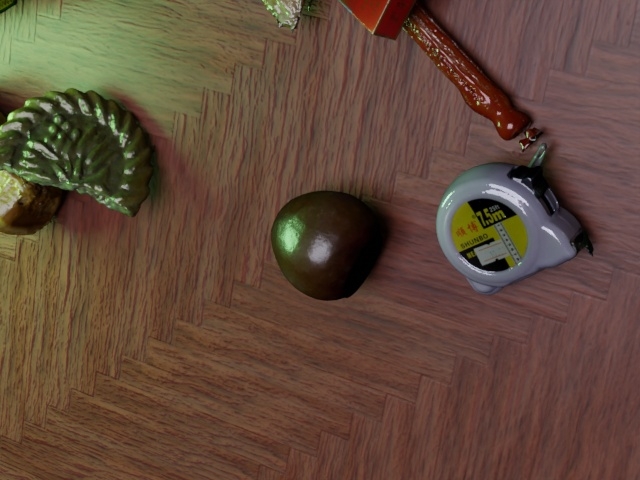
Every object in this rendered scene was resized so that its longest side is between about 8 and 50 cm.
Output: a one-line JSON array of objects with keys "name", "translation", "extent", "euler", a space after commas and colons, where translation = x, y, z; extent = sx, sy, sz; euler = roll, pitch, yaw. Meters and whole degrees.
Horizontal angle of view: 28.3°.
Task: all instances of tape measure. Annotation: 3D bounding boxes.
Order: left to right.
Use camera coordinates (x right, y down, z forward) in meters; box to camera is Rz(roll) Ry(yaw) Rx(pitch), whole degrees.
[{"name": "tape measure", "translation": [0.259, -0.027, 1.786], "extent": [0.196, 0.105, 0.178], "euler": [-21, 102, 36]}]

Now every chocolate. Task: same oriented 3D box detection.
[{"name": "chocolate", "translation": [0.000, 0.000, 1.900], "extent": [0.176, 0.176, 0.177], "euler": [7, 105, 27]}]

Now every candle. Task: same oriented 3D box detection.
[{"name": "candle", "translation": [0.189, -0.252, 1.804], "extent": [0.051, 0.048, 0.329], "euler": [-43, 79, 8]}]

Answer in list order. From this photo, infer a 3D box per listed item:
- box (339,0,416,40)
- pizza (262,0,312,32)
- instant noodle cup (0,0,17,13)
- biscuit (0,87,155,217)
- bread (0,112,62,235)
[{"name": "box", "translation": [0.073, -0.373, 1.795], "extent": [0.175, 0.048, 0.112], "euler": [53, 125, 42]}, {"name": "pizza", "translation": [-0.063, -0.431, 1.889], "extent": [0.147, 0.069, 0.226], "euler": [-41, 84, 8]}, {"name": "instant noodle cup", "translation": [-0.651, -0.443, 2.137], "extent": [0.232, 0.207, 0.207], "euler": [-13, 95, 37]}, {"name": "biscuit", "translation": [-0.395, -0.161, 2.075], "extent": [0.273, 0.036, 0.187], "euler": [17, 72, 1]}, {"name": "bread", "translation": [-0.575, -0.141, 2.172], "extent": [0.132, 0.167, 0.294], "euler": [-42, 79, 4]}]
